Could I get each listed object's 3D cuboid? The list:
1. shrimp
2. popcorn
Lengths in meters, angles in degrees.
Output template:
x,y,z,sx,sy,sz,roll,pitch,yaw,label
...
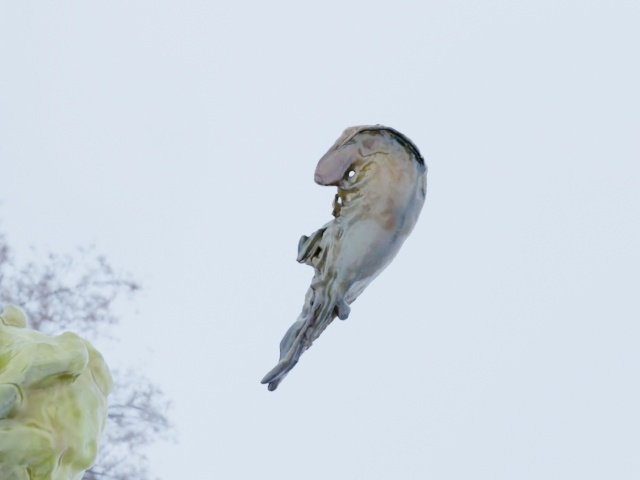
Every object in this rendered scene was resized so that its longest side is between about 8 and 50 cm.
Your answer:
x,y,z,sx,sy,sz,roll,pitch,yaw,label
0.001,0.007,0.824,0.262,0.117,0.066,-51,-165,-19,shrimp
-0.344,0.198,0.923,0.286,0.215,0.252,-38,-127,-19,popcorn
